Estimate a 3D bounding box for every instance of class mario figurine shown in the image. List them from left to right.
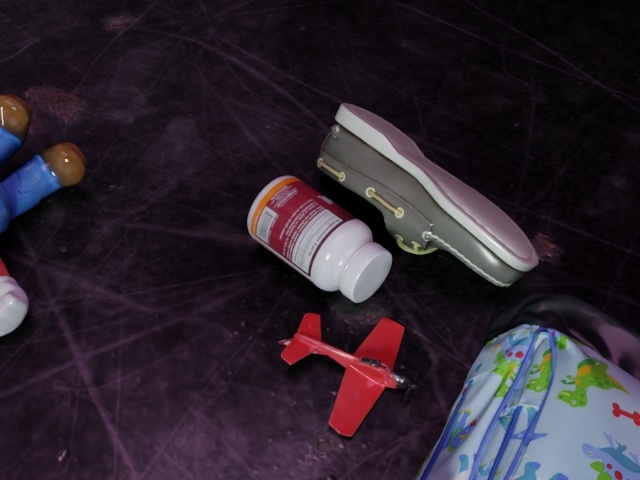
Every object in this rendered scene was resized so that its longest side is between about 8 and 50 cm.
[{"bbox_3d":[-0.371,-0.027,0.880,0.198,0.170,0.320,17,47,12],"label":"mario figurine"}]

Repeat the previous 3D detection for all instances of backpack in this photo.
[{"bbox_3d":[0.180,0.240,0.599,0.290,0.273,0.355,42,69,2],"label":"backpack"}]

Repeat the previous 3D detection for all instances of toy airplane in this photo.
[{"bbox_3d":[0.027,0.118,0.844,0.151,0.028,0.151,1,45,-1],"label":"toy airplane"}]

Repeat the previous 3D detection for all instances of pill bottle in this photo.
[{"bbox_3d":[0.000,0.000,0.915,0.152,0.086,0.086,36,56,27],"label":"pill bottle"}]

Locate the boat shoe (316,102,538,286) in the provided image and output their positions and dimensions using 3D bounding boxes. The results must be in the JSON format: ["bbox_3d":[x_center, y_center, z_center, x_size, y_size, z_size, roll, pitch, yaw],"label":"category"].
[{"bbox_3d":[0.111,-0.041,0.954,0.305,0.091,0.109,44,23,30],"label":"boat shoe"}]
